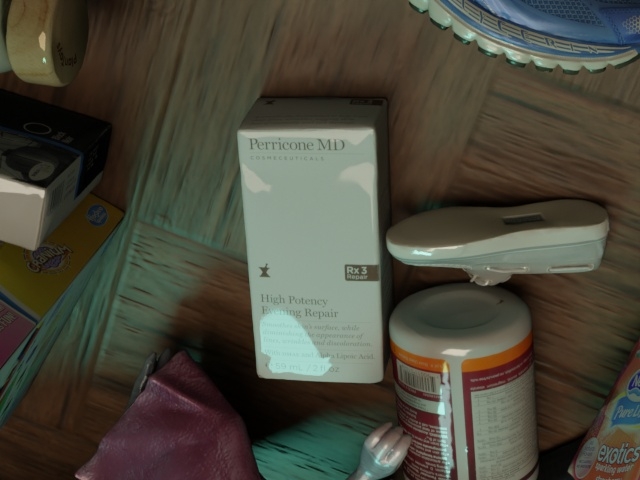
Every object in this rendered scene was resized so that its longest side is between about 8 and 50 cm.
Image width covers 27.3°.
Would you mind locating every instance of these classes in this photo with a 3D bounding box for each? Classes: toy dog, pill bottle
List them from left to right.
[{"bbox_3d":[-0.244,-0.267,1.031,0.220,0.161,0.334,26,101,2],"label":"toy dog"},{"bbox_3d":[0.127,0.158,1.136,0.121,0.121,0.221,-1,113,12],"label":"pill bottle"}]

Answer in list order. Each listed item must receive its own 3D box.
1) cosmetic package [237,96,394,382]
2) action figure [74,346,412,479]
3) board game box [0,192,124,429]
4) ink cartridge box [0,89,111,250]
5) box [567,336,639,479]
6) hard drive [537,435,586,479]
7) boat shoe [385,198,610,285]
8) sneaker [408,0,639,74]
[{"bbox_3d":[0.000,0.000,1.113,0.117,0.085,0.231,0,115,11],"label":"cosmetic package"},{"bbox_3d":[-0.052,0.260,1.107,0.370,0.276,0.248,35,161,31],"label":"action figure"},{"bbox_3d":[-0.286,0.112,1.091,0.064,0.316,0.242,31,115,-4],"label":"board game box"},{"bbox_3d":[-0.358,-0.094,1.097,0.332,0.165,0.065,16,116,3],"label":"ink cartridge box"},{"bbox_3d":[0.374,0.209,1.053,0.300,0.154,0.142,27,95,-8],"label":"box"},{"bbox_3d":[0.312,0.279,1.190,0.172,0.054,0.255,-29,105,22],"label":"hard drive"},{"bbox_3d":[0.147,0.007,1.092,0.184,0.066,0.063,-8,120,-7],"label":"boat shoe"},{"bbox_3d":[0.114,-0.236,0.959,0.330,0.130,0.147,27,119,-1],"label":"sneaker"}]
